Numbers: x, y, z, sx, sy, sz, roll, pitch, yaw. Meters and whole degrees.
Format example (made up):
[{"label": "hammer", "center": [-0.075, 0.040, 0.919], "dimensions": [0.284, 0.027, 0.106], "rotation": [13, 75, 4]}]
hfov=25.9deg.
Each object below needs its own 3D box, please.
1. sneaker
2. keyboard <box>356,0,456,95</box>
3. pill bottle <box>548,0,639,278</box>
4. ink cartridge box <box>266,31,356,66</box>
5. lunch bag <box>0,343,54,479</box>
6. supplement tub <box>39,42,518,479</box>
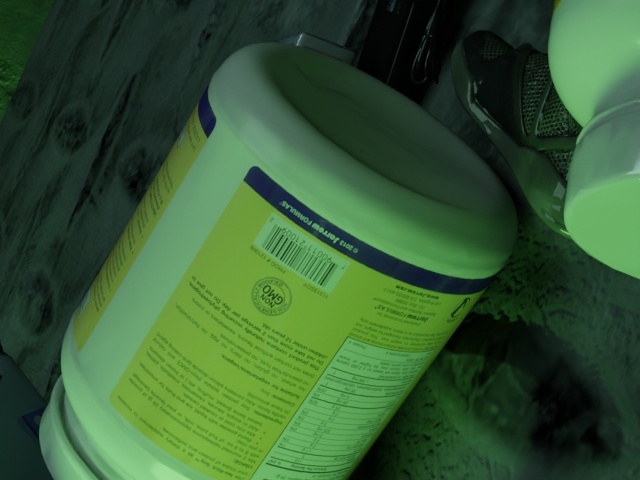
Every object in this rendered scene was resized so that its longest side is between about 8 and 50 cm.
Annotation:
[{"label": "sneaker", "center": [0.166, -0.102, 0.908], "dimensions": [0.130, 0.087, 0.227], "rotation": [-55, 29, 20]}, {"label": "keyboard", "center": [0.089, -0.211, 1.172], "dimensions": [0.201, 0.033, 0.317], "rotation": [-123, 49, -70]}, {"label": "pill bottle", "center": [0.220, -0.150, 0.707], "dimensions": [0.188, 0.188, 0.333], "rotation": [-23, 49, 58]}, {"label": "ink cartridge box", "center": [-0.055, -0.098, 1.333], "dimensions": [0.311, 0.065, 0.185], "rotation": [-156, 87, -79]}, {"label": "lunch bag", "center": [-0.315, 0.326, 1.186], "dimensions": [0.385, 0.328, 0.239], "rotation": [-49, -12, 32]}, {"label": "supplement tub", "center": [-0.039, 0.052, 1.003], "dimensions": [0.331, 0.241, 0.241], "rotation": [-57, 26, 22]}]
